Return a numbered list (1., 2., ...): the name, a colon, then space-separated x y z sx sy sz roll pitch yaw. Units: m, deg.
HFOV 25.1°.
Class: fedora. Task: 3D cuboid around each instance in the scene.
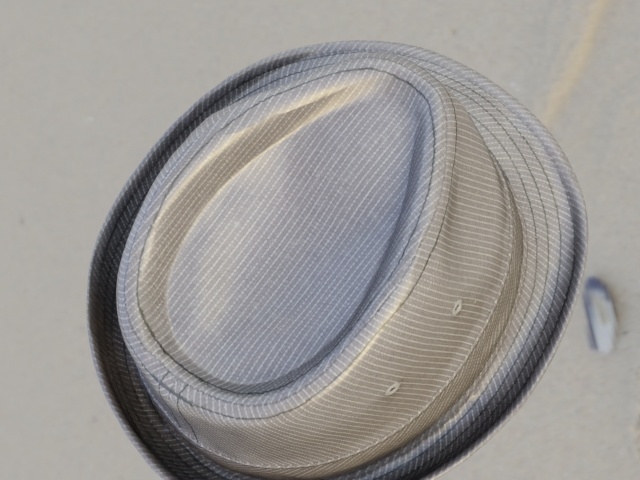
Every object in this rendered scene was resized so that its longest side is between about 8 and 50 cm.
1. fedora: 0.000 0.000 0.704 0.243 0.124 0.275 43 82 17
